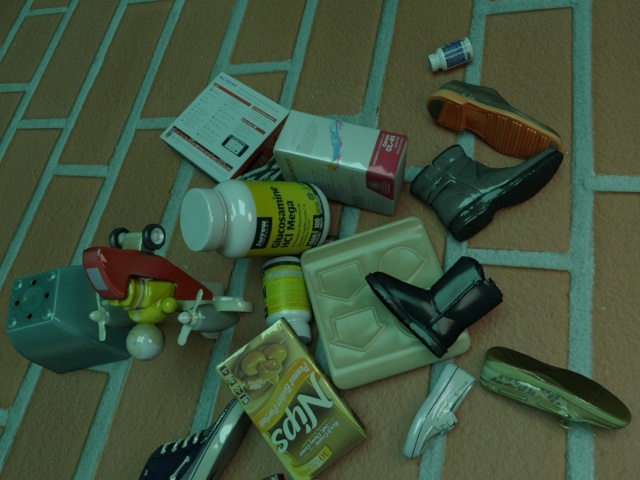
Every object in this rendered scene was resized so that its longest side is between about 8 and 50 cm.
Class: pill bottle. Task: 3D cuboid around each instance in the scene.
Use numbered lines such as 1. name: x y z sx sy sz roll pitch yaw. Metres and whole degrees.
1. pill bottle: 0.375 -0.534 1.503 0.120 0.067 0.067 -20 61 9
2. pill bottle: -0.153 -0.052 1.249 0.188 0.334 0.188 5 97 48
3. pill bottle: -0.083 0.155 1.300 0.119 0.119 0.209 -15 61 11

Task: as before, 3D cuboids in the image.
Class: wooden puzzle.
1. wooden puzzle: 0.145 0.147 1.244 0.322 0.080 0.348 -18 66 3

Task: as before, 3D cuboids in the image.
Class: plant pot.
1. plant pot: -0.690 0.195 1.407 0.247 0.252 0.247 -14 62 11

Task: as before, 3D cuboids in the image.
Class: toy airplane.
1. toy airplane: -0.369 0.165 1.247 0.384 0.386 0.272 19 62 -8

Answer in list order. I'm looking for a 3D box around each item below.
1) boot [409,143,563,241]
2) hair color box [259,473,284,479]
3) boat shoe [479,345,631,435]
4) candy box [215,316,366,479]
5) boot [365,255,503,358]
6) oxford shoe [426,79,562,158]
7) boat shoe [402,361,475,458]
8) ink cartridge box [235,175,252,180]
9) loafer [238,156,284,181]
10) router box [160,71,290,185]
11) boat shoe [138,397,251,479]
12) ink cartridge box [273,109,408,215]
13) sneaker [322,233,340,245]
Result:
1. boot: 0.406 -0.174 1.297 0.338 0.118 0.223 -32 57 0
2. hair color box: -0.143 0.583 1.161 0.141 0.043 0.072 -26 61 6
3. boat shoe: 0.473 0.313 1.064 0.285 0.104 0.089 23 112 31
4. candy box: -0.065 0.351 1.154 0.183 0.087 0.316 -37 84 -1
5. boot: 0.250 0.105 1.144 0.207 0.094 0.246 -44 74 -6
6. oxford shoe: 0.464 -0.330 1.348 0.363 0.130 0.133 32 64 21
7. boat shoe: 0.256 0.371 1.105 0.075 0.083 0.226 24 75 28
8. ink cartridge box: -0.248 -0.091 1.392 0.188 0.255 0.097 -31 60 2
9. loafer: -0.131 -0.186 1.509 0.220 0.080 0.078 -26 72 7
10. router box: -0.289 -0.339 1.623 0.335 0.082 0.301 37 81 29
11. boat shoe: -0.299 0.489 1.206 0.158 0.127 0.341 27 77 19
12. ink cartridge box: 0.059 -0.195 1.328 0.306 0.226 0.131 18 73 12
13. sneaker: 0.000 0.000 1.396 0.119 0.047 0.057 9 43 25
